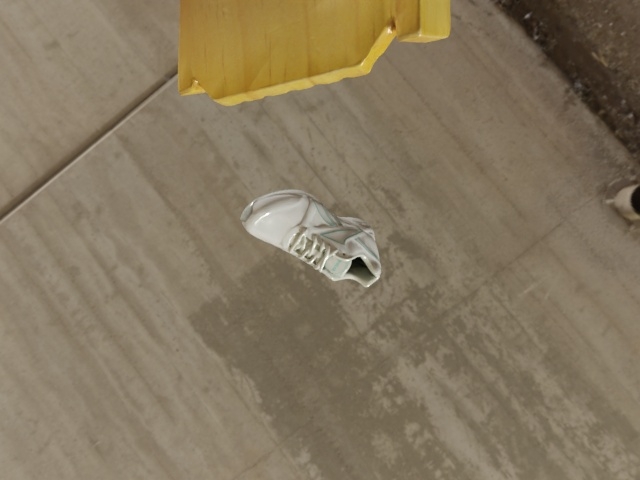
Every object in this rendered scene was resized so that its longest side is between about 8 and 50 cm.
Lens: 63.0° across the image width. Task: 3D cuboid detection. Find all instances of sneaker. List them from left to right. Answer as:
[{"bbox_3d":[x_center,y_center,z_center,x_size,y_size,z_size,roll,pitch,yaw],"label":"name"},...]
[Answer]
[{"bbox_3d":[0.000,0.000,0.468,0.152,0.054,0.061,17,-142,-35],"label":"sneaker"}]

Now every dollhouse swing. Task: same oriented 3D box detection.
[{"bbox_3d":[0.028,-0.327,0.759,0.305,0.346,0.316,10,-101,-60],"label":"dollhouse swing"}]
